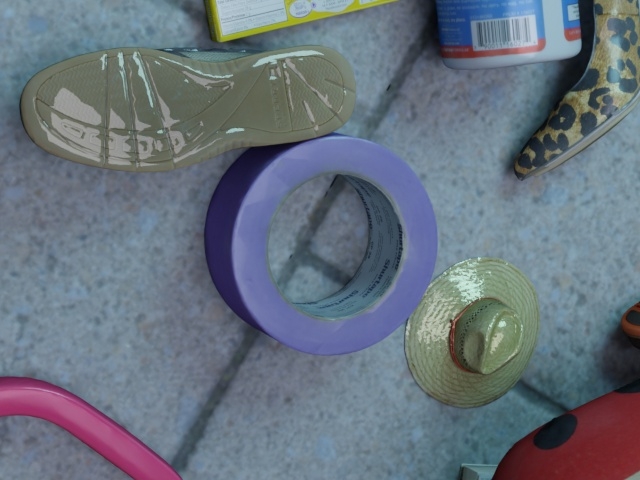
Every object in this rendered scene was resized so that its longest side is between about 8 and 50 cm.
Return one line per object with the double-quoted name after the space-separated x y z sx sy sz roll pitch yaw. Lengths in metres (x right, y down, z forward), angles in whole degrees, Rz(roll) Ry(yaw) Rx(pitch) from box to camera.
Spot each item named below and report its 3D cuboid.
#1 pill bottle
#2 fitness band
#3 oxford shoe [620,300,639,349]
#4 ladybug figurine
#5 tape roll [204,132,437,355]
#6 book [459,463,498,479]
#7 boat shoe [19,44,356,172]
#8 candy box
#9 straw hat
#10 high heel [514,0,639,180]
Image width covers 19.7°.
0.154 -0.263 1.583 0.124 0.124 0.221 -9 99 -20 "pill bottle"
-0.229 0.243 1.554 0.291 0.054 0.209 40 80 -22 "fitness band"
0.410 0.084 1.753 0.271 0.097 0.098 -9 107 -20 "oxford shoe"
0.310 0.213 1.642 0.449 0.305 0.162 -13 67 -36 "ladybug figurine"
0.000 0.000 1.588 0.189 0.080 0.189 -3 98 -21 "tape roll"
0.171 0.284 1.723 0.096 0.035 0.144 5 96 -25 "book"
-0.114 -0.111 1.519 0.285 0.092 0.102 -10 93 -23 "boat shoe"
-0.006 -0.242 1.577 0.206 0.027 0.105 -15 101 -19 "candy box"
0.152 0.088 1.669 0.144 0.061 0.144 -3 99 -21 "straw hat"
0.228 -0.195 1.665 0.261 0.093 0.186 -43 88 3 "high heel"
